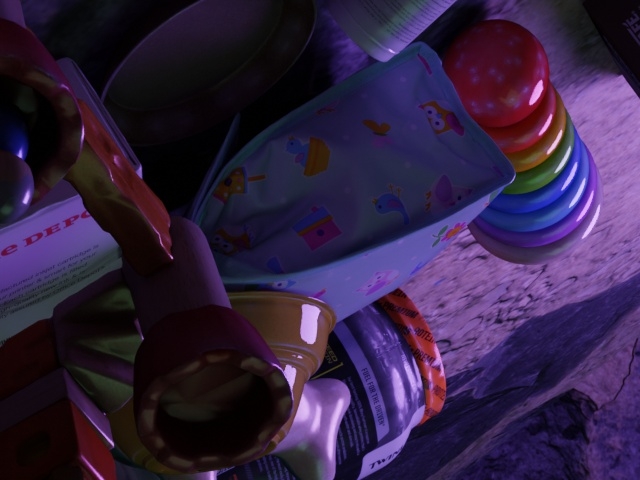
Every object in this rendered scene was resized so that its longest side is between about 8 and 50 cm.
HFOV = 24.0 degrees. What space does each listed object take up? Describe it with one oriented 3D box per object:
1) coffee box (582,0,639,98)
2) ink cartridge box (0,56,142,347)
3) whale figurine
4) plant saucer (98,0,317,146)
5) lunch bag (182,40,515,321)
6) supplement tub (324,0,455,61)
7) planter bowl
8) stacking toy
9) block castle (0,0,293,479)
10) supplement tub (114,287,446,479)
[{"bbox_3d":[0.342,-0.164,1.416,0.098,0.141,0.246,-36,159,10],"label":"coffee box"},{"bbox_3d":[-0.214,0.003,1.017,0.172,0.100,0.237,-27,160,-16],"label":"ink cartridge box"},{"bbox_3d":[-0.101,0.132,1.322,0.272,0.216,0.141,26,154,-33],"label":"whale figurine"},{"bbox_3d":[-0.081,-0.128,1.023,0.168,0.029,0.168,-28,160,-11],"label":"plant saucer"},{"bbox_3d":[-0.020,-0.010,1.161,0.262,0.160,0.223,-29,171,-24],"label":"lunch bag"},{"bbox_3d":[0.062,-0.184,1.047,0.107,0.071,0.071,-41,159,20],"label":"supplement tub"},{"bbox_3d":[-0.087,0.116,1.101,0.217,0.090,0.217,-9,160,-3],"label":"planter bowl"},{"bbox_3d":[0.170,-0.097,1.359,0.141,0.141,0.330,-33,153,1],"label":"stacking toy"},{"bbox_3d":[-0.270,0.093,0.784,0.453,0.213,0.303,-30,128,4],"label":"block castle"},{"bbox_3d":[-0.057,0.170,1.490,0.338,0.207,0.207,-23,158,-23],"label":"supplement tub"}]
